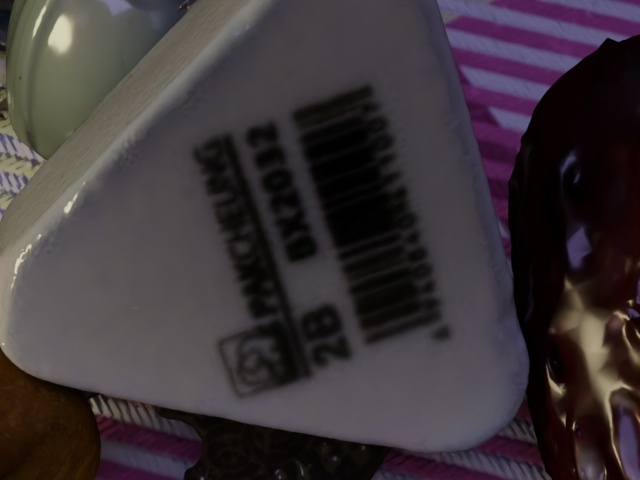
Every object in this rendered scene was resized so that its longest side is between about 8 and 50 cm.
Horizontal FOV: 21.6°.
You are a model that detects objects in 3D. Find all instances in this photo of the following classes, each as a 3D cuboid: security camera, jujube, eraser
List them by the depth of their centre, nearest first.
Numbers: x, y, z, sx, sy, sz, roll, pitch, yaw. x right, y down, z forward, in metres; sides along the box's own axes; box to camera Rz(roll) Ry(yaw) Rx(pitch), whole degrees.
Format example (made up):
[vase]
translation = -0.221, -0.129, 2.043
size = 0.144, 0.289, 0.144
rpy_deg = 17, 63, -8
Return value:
[eraser]
translation = 0.000, 0.000, 1.033
size = 0.331, 0.331, 0.150
rpy_deg = -13, 22, -6
[jujube]
translation = 0.248, 0.030, 1.075
size = 0.258, 0.258, 0.377
rpy_deg = 1, 62, 0
[security camera]
translation = -0.086, -0.144, 1.150
size = 0.277, 0.191, 0.197
rpy_deg = -25, 53, -28

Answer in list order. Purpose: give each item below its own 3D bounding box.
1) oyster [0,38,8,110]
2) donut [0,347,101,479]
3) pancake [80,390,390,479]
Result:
[oyster]
translation = -0.273, -0.121, 1.250
size = 0.199, 0.061, 0.106
rpy_deg = 24, 73, 18
[donut]
translation = -0.229, 0.162, 1.026
size = 0.113, 0.226, 0.227
rpy_deg = 31, 69, 13
[pancake]
translation = -0.074, 0.071, 1.168
size = 0.288, 0.033, 0.286
rpy_deg = 4, 67, 2
